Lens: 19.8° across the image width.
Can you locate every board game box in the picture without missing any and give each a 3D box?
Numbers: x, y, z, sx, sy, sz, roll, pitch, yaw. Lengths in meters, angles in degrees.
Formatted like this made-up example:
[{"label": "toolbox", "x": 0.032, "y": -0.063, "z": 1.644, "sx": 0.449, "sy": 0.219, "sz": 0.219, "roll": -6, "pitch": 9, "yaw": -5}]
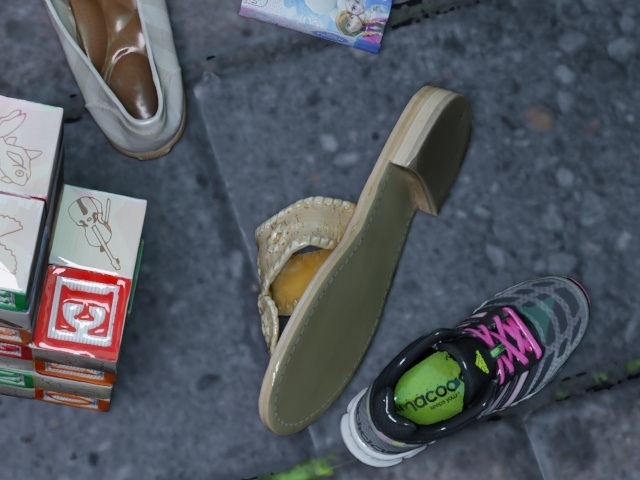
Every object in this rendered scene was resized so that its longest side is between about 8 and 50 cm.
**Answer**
[{"label": "board game box", "x": 0.004, "y": -0.170, "z": 1.135, "sx": 0.090, "sy": 0.020, "sz": 0.090, "roll": 15, "pitch": 75, "yaw": -3}]

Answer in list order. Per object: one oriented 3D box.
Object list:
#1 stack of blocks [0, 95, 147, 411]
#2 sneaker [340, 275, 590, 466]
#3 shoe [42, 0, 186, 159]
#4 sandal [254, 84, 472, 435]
[{"label": "stack of blocks", "x": -0.178, "y": 0.008, "z": 0.922, "sx": 0.171, "sy": 0.297, "sz": 0.087, "roll": 10, "pitch": 75, "yaw": -5}, {"label": "sneaker", "x": 0.091, "y": 0.072, "z": 1.062, "sx": 0.170, "sy": 0.075, "sz": 0.063, "roll": -30, "pitch": 83, "yaw": -14}, {"label": "shoe", "x": -0.129, "y": -0.156, "z": 1.085, "sx": 0.076, "sy": 0.058, "sz": 0.219, "roll": -20, "pitch": 82, "yaw": 2}, {"label": "sandal", "x": 0.002, "y": 0.004, "z": 1.079, "sx": 0.079, "sy": 0.088, "sz": 0.240, "roll": 18, "pitch": 64, "yaw": 29}]
